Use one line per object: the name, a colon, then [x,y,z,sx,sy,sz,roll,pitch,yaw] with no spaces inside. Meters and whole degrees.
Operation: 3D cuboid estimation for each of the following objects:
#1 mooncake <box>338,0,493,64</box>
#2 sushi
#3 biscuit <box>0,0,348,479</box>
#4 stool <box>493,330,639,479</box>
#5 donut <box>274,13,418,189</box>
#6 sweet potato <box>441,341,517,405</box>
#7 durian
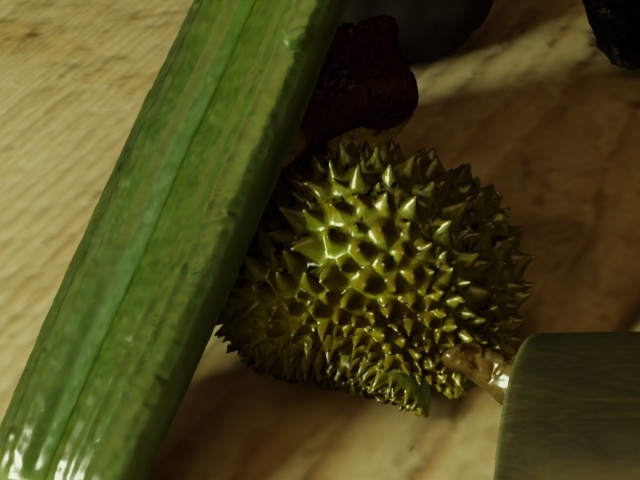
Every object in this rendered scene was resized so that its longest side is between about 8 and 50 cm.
mooncake: [-0.001,-0.296,0.942,0.212,0.351,0.381,-10,43,-11]
sushi: [0.210,-0.167,0.891,0.090,0.078,0.150,12,42,33]
biscuit: [-0.067,-0.019,0.679,0.099,0.038,0.323,6,66,43]
stool: [0.188,0.112,0.407,0.264,0.179,0.179,-2,36,16]
donut: [-0.010,-0.066,0.792,0.140,0.140,0.059,-25,79,-18]
sweet potato: [0.152,0.073,0.591,0.214,0.050,0.050,4,38,26]
durian: [0.000,0.000,0.705,0.208,0.102,0.146,2,42,27]
